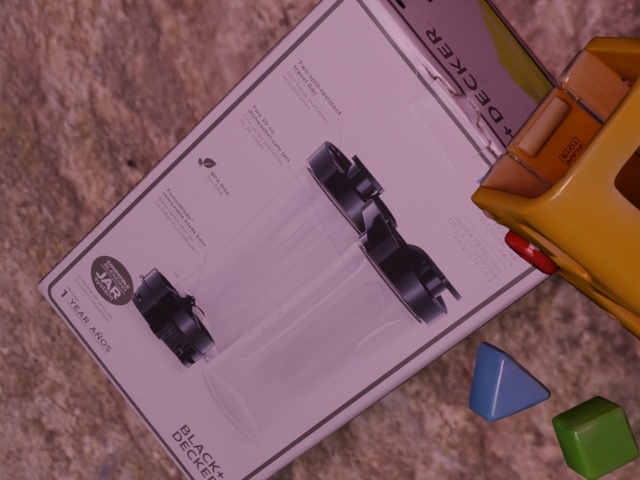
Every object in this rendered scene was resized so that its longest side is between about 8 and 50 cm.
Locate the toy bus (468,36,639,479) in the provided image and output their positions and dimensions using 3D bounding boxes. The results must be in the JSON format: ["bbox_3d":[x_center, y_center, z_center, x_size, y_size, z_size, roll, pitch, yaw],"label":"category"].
[{"bbox_3d":[0.166,0.006,0.688,0.104,0.202,0.191,-151,53,-75],"label":"toy bus"}]

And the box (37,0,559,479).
[{"bbox_3d":[0.000,0.000,0.854,0.169,0.087,0.290,51,128,3],"label":"box"}]
